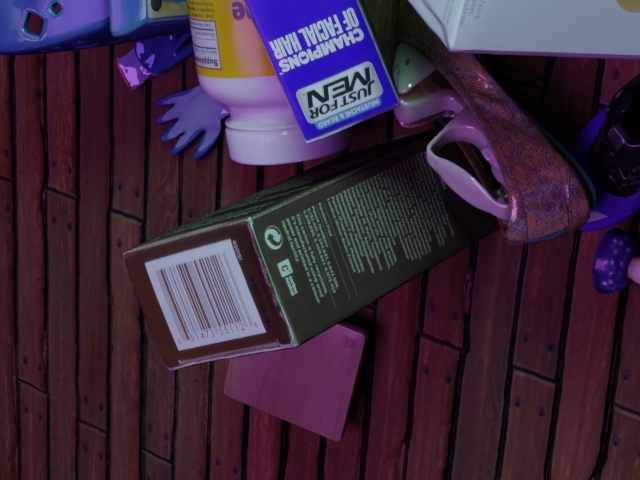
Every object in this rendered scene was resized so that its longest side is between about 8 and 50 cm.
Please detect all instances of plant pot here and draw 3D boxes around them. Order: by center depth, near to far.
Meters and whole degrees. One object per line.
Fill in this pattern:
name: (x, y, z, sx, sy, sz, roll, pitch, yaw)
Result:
plant pot: (-0.234, -0.335, 1.812, 0.212, 0.236, 0.236, 4, 101, 31)

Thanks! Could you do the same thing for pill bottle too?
pill bottle: (-0.052, -0.260, 1.729, 0.188, 0.188, 0.334, 5, 110, 38)

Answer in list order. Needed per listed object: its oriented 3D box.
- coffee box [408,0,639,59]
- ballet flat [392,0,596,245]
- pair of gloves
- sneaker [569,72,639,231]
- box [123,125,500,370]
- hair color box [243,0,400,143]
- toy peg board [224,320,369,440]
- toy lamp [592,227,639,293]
coffee box: (0.227, -0.372, 1.287, 0.338, 0.334, 0.337, -121, 37, -50)
ballet flat: (0.141, -0.128, 1.607, 0.348, 0.123, 0.123, 55, 134, 31)
pair of gloves: (-0.177, -0.203, 1.964, 0.159, 0.023, 0.198, -32, 87, 40)
sneaker: (0.306, -0.105, 1.526, 0.102, 0.146, 0.293, 51, 130, 12)
box: (0.000, 0.000, 1.658, 0.191, 0.381, 0.143, -14, 100, 42)
hair color box: (-0.035, -0.280, 1.530, 0.110, 0.185, 0.339, -24, 105, 6)
toy peg board: (-0.020, 0.137, 1.945, 0.160, 0.079, 0.161, 21, 121, 14)
toy lamp: (0.404, 0.055, 1.553, 0.274, 0.080, 0.080, 17, 117, 37)
